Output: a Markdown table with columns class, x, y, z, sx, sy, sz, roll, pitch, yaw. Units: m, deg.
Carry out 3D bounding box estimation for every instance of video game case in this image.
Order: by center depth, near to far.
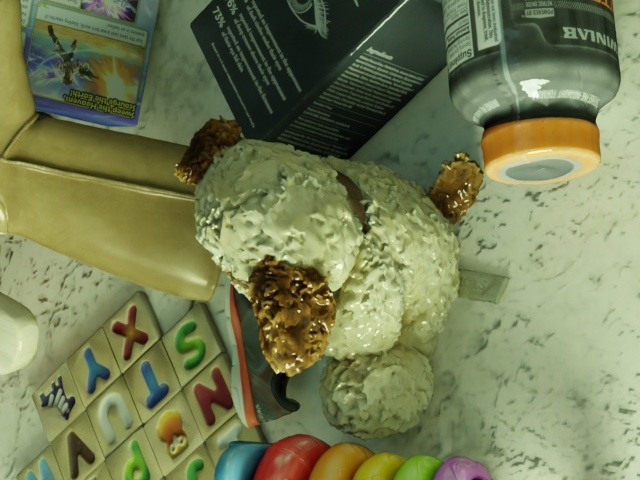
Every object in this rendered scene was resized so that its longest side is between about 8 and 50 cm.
| class | x | y | z | sx | sy | sz | roll | pitch | yaw |
| --- | --- | --- | --- | --- | --- | --- | --- | --- | --- |
| video game case | -0.276 | -0.249 | 1.663 | 0.061 | 0.269 | 0.244 | 2 | 82 | 57 |

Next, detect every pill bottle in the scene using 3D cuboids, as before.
| class | x | y | z | sx | sy | sz | roll | pitch | yaw |
| --- | --- | --- | --- | --- | --- | --- | --- | --- | --- |
| pill bottle | 0.157 | -0.169 | 1.368 | 0.130 | 0.130 | 0.245 | -15 | 72 | 38 |

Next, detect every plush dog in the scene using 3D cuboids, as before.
| class | x | y | z | sx | sy | sz | roll | pitch | yaw |
| --- | --- | --- | --- | --- | --- | --- | --- | --- | --- |
| plush dog | 0.000 | 0.000 | 1.402 | 0.210 | 0.225 | 0.262 | -48 | 54 | 23 |

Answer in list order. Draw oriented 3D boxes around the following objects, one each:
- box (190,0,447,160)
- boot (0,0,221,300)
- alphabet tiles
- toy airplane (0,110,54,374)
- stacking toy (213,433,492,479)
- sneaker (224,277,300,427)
| class | x | y | z | sx | sy | sz | roll | pitch | yaw |
| --- | --- | --- | --- | --- | --- | --- | --- | --- | --- |
| box | 0.014 | -0.181 | 1.507 | 0.207 | 0.108 | 0.153 | -42 | 57 | 26 |
| boot | -0.198 | -0.091 | 1.581 | 0.089 | 0.269 | 0.236 | -143 | 67 | -80 |
| alphabet tiles | -0.156 | 0.230 | 1.632 | 0.285 | 0.011 | 0.342 | -42 | 57 | 26 |
| toy airplane | -0.436 | 0.014 | 1.744 | 0.386 | 0.272 | 0.384 | -32 | 62 | 31 |
| stacking toy | 0.077 | 0.220 | 1.358 | 0.302 | 0.175 | 0.165 | -8 | 78 | 28 |
| sneaker | -0.043 | 0.080 | 1.549 | 0.065 | 0.061 | 0.158 | -9 | 75 | 11 |
